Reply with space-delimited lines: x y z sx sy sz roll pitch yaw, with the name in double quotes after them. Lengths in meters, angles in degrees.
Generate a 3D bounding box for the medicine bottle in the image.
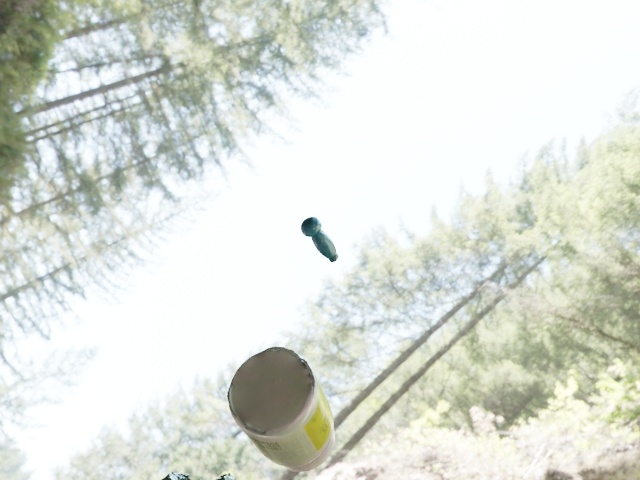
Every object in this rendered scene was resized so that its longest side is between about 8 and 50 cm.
-0.082 0.432 1.595 0.213 0.213 0.379 37 -20 29 "medicine bottle"

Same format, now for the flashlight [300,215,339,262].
0.000 0.000 1.459 0.051 0.051 0.129 3 -44 49 "flashlight"

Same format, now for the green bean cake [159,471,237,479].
-0.415 0.914 2.204 0.300 0.308 0.169 49 -1 30 "green bean cake"
